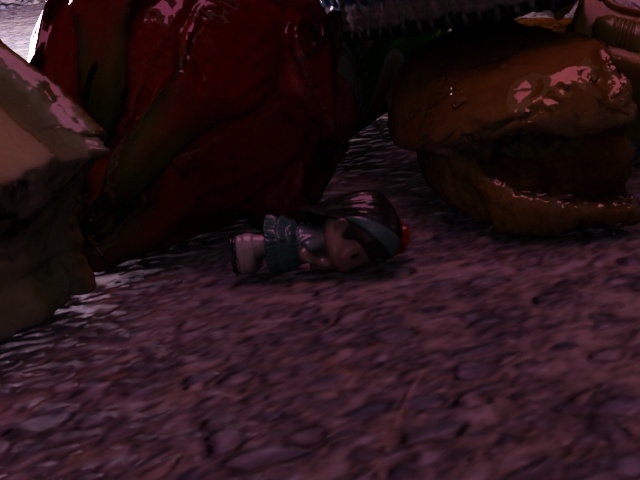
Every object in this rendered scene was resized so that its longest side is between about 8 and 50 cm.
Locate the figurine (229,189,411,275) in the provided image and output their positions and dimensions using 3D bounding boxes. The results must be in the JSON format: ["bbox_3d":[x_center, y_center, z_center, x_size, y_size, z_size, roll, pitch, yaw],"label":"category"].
[{"bbox_3d":[0.000,0.000,0.804,0.106,0.047,0.060,-10,-22,9],"label":"figurine"}]

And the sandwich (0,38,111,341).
[{"bbox_3d":[-0.244,0.001,0.761,0.198,0.227,0.155,41,36,18],"label":"sandwich"}]

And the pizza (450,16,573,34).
[{"bbox_3d":[0.239,-0.159,1.220,0.223,0.089,0.323,-11,16,-27],"label":"pizza"}]

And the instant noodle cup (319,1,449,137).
[{"bbox_3d":[-0.010,-0.168,1.172,0.207,0.207,0.232,0,24,19],"label":"instant noodle cup"}]

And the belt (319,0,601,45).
[{"bbox_3d":[0.103,-0.237,0.940,0.207,0.160,0.295,-17,11,-23],"label":"belt"}]

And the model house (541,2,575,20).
[{"bbox_3d":[0.178,-0.274,1.160,0.229,0.188,0.122,10,37,-37],"label":"model house"}]

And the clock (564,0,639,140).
[{"bbox_3d":[0.276,-0.177,1.052,0.143,0.096,0.202,15,54,13],"label":"clock"}]

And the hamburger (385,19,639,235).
[{"bbox_3d":[0.117,-0.085,0.917,0.131,0.124,0.262,-8,15,-10],"label":"hamburger"}]

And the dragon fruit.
[{"bbox_3d":[-0.092,-0.081,0.893,0.234,0.233,0.293,-1,47,16],"label":"dragon fruit"}]
